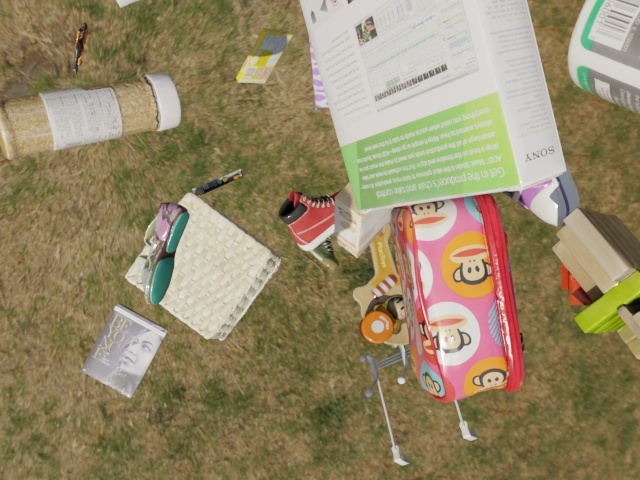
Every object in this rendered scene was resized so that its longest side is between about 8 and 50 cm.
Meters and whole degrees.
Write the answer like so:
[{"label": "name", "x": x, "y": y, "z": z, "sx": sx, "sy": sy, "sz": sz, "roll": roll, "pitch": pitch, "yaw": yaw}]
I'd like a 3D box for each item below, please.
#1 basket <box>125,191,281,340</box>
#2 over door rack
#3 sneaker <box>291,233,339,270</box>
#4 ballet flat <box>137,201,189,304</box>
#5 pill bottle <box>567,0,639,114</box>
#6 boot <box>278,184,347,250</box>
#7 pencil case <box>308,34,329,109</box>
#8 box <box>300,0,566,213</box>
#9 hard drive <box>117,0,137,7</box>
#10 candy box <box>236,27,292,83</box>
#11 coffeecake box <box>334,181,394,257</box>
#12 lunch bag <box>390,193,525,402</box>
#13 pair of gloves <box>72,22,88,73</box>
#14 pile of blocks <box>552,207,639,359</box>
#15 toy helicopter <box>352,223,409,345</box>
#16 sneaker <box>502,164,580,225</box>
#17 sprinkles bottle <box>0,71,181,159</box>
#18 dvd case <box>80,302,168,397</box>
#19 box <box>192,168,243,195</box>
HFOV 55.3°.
[{"label": "basket", "x": -0.333, "y": 0.078, "z": 1.803, "sx": 0.328, "sy": 0.266, "sz": 0.331, "roll": 36, "pitch": 83, "yaw": 2}, {"label": "over door rack", "x": 0.256, "y": 0.426, "z": 1.681, "sx": 0.239, "sy": 0.324, "sz": 0.108, "roll": -29, "pitch": 156, "yaw": 25}, {"label": "sneaker", "x": 0.000, "y": 0.000, "z": 1.789, "sx": 0.086, "sy": 0.192, "sz": 0.064, "roll": -52, "pitch": 149, "yaw": 8}, {"label": "ballet flat", "x": -0.344, "y": 0.023, "z": 1.297, "sx": 0.079, "sy": 0.077, "sz": 0.222, "roll": 21, "pitch": 98, "yaw": 18}, {"label": "pill bottle", "x": 0.515, "y": -0.218, "z": 0.750, "sx": 0.204, "sy": 0.361, "sz": 0.204, "roll": -26, "pitch": 138, "yaw": -26}, {"label": "boot", "x": 0.004, "y": -0.106, "z": 1.660, "sx": 0.244, "sy": 0.088, "sz": 0.176, "roll": -42, "pitch": 134, "yaw": -10}, {"label": "pencil case", "x": 0.024, "y": -0.362, "z": 1.211, "sx": 0.088, "sy": 0.086, "sz": 0.206, "roll": -41, "pitch": 134, "yaw": -52}, {"label": "box", "x": 0.069, "y": -0.191, "z": 0.526, "sx": 0.058, "sy": 0.232, "sz": 0.322, "roll": -17, "pitch": 96, "yaw": -27}, {"label": "hard drive", "x": -0.159, "y": -0.484, "z": 0.837, "sx": 0.352, "sy": 0.233, "sz": 0.047, "roll": -25, "pitch": 66, "yaw": -6}, {"label": "candy box", "x": -0.177, "y": -0.572, "z": 1.906, "sx": 0.105, "sy": 0.206, "sz": 0.027, "roll": -12, "pitch": 65, "yaw": -41}, {"label": "coffeecake box", "x": 0.096, "y": -0.068, "z": 1.205, "sx": 0.068, "sy": 0.185, "sz": 0.142, "roll": 38, "pitch": 71, "yaw": 17}, {"label": "lunch bag", "x": 0.147, "y": 0.033, "z": 0.740, "sx": 0.120, "sy": 0.293, "sz": 0.258, "roll": -11, "pitch": 95, "yaw": 4}, {"label": "pair of gloves", "x": -0.405, "y": -0.325, "z": 1.031, "sx": 0.010, "sy": 0.083, "sz": 0.074, "roll": 12, "pitch": 117, "yaw": -17}, {"label": "pile of blocks", "x": 0.366, "y": 0.127, "z": 0.639, "sx": 0.362, "sy": 0.149, "sz": 0.113, "roll": 47, "pitch": 123, "yaw": 12}, {"label": "toy helicopter", "x": 0.195, "y": 0.100, "z": 1.629, "sx": 0.234, "sy": 0.140, "sz": 0.355, "roll": -12, "pitch": 80, "yaw": -1}, {"label": "sneaker", "x": 0.222, "y": -0.107, "z": 0.865, "sx": 0.161, "sy": 0.102, "sz": 0.282, "roll": -29, "pitch": 64, "yaw": -10}, {"label": "sprinkles bottle", "x": -0.472, "y": -0.259, "z": 1.255, "sx": 0.355, "sy": 0.121, "sz": 0.121, "roll": -18, "pitch": 107, "yaw": -28}, {"label": "dvd case", "x": -0.554, "y": 0.311, "z": 1.729, "sx": 0.164, "sy": 0.018, "sz": 0.221, "roll": 29, "pitch": 91, "yaw": 1}, {"label": "box", "x": -0.311, "y": -0.175, "z": 1.848, "sx": 0.137, "sy": 0.094, "sz": 0.027, "roll": -28, "pitch": 103, "yaw": -26}]
